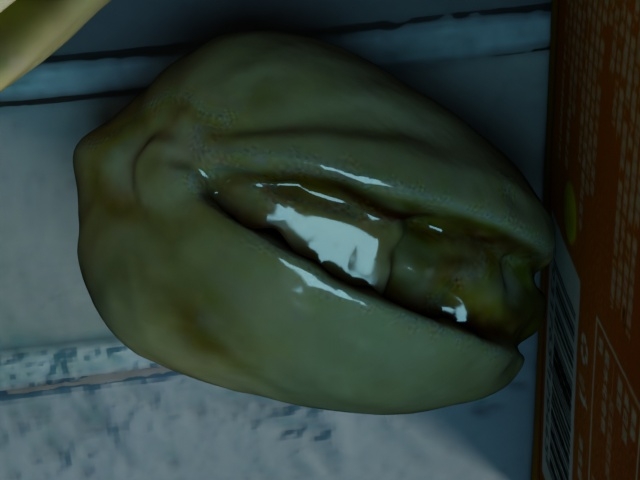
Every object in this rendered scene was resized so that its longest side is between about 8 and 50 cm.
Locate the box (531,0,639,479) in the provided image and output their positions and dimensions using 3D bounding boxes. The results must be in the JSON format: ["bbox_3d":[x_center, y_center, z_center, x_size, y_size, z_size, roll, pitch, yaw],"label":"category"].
[{"bbox_3d":[0.206,0.011,0.526,0.259,0.214,0.284,-3,119,-3],"label":"box"}]

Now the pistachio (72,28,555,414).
[{"bbox_3d":[0.000,0.000,0.561,0.149,0.113,0.113,27,112,-22],"label":"pistachio"}]

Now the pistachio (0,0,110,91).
[{"bbox_3d":[-0.187,-0.096,0.447,0.318,0.214,0.193,-5,162,-14],"label":"pistachio"}]
